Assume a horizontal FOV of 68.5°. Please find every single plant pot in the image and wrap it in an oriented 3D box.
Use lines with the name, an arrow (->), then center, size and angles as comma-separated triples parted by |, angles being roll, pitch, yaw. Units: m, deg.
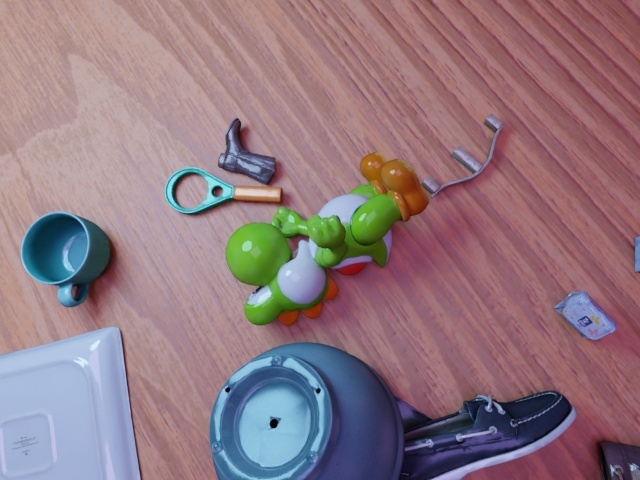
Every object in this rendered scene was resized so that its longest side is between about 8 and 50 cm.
plant pot -> -0.038, 0.275, 0.682 | 0.293, 0.196, 0.293 | -9, 59, 15

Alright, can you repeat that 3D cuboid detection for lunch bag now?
lunch bag -> 0.433, 0.122, 0.768 | 0.053, 0.083, 0.071 | -41, 79, -3

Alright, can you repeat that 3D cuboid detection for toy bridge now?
toy bridge -> 0.269, -0.145, 0.862 | 0.188, 0.026, 0.063 | -45, 80, -3

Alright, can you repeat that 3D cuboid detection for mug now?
mug -> -0.465, 0.033, 0.867 | 0.130, 0.097, 0.157 | 19, 83, 8

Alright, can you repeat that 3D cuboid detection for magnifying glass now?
magnifying glass -> -0.186, -0.092, 0.894 | 0.231, 0.026, 0.092 | 4, 82, 8

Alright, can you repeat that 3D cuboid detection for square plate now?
square plate -> -0.508, 0.359, 0.838 | 0.347, 0.049, 0.343 | -14, 78, 3

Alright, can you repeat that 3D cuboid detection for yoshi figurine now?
yoshi figurine -> -0.015, -0.017, 0.796 | 0.362, 0.203, 0.203 | -41, 63, 0

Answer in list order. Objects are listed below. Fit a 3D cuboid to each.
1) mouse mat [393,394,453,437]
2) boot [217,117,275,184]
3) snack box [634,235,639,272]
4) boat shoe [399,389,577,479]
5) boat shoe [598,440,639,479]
mouse mat -> 0.136, 0.360, 0.795 | 0.190, 0.007, 0.152 | 30, 84, 9
boot -> -0.129, -0.170, 0.900 | 0.114, 0.037, 0.106 | 18, 95, 12
snack box -> 0.637, 0.021, 0.720 | 0.207, 0.174, 0.070 | 6, 84, 6
boat shoe -> 0.247, 0.297, 0.738 | 0.303, 0.114, 0.091 | -24, 82, -4
boat shoe -> 0.445, 0.471, 0.679 | 0.123, 0.123, 0.341 | 8, 69, 17
